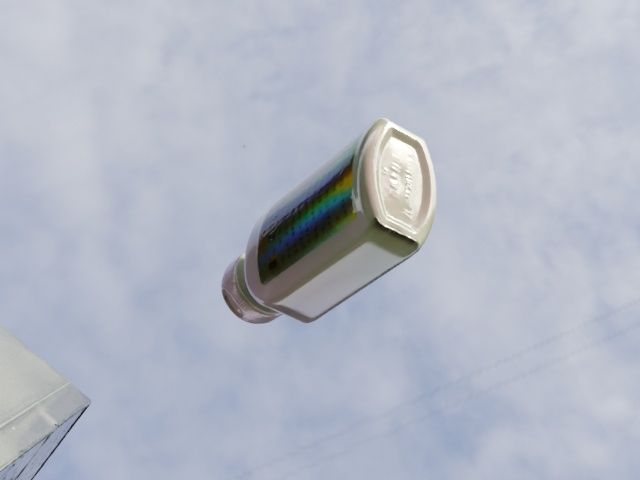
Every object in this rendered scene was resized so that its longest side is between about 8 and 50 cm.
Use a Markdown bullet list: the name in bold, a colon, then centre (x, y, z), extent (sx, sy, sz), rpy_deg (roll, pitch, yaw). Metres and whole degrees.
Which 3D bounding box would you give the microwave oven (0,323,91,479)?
- **microwave oven**: centre (-0.404, 0.139, 0.812), extent (0.374, 0.432, 0.236), rpy_deg (40, -81, 3)

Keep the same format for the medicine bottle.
- **medicine bottle**: centre (0.000, 0.000, 0.989), extent (0.078, 0.219, 0.115), rpy_deg (25, -129, -26)
